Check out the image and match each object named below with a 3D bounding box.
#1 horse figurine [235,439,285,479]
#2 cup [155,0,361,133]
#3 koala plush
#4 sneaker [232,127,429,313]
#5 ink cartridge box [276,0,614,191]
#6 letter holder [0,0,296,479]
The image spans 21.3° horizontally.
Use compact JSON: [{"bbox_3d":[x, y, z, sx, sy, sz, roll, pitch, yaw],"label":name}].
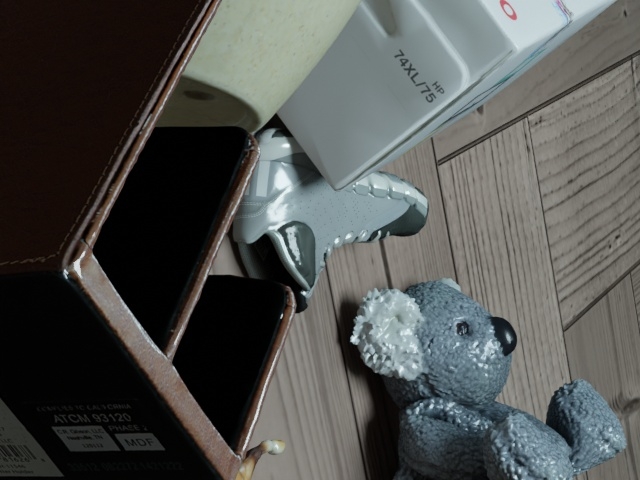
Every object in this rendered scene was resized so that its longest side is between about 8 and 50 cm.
[{"bbox_3d":[-0.074,0.241,1.216,0.174,0.066,0.263,17,69,-65],"label":"horse figurine"},{"bbox_3d":[-0.098,-0.193,0.985,0.331,0.331,0.237,26,70,-57],"label":"cup"},{"bbox_3d":[0.116,0.135,1.495,0.196,0.203,0.221,-14,77,-60],"label":"koala plush"},{"bbox_3d":[0.000,0.000,1.378,0.229,0.086,0.132,21,73,-47],"label":"sneaker"},{"bbox_3d":[0.078,-0.199,1.349,0.198,0.197,0.270,54,32,3],"label":"ink cartridge box"},{"bbox_3d":[-0.169,-0.005,0.837,0.152,0.302,0.214,59,38,-38],"label":"letter holder"}]
